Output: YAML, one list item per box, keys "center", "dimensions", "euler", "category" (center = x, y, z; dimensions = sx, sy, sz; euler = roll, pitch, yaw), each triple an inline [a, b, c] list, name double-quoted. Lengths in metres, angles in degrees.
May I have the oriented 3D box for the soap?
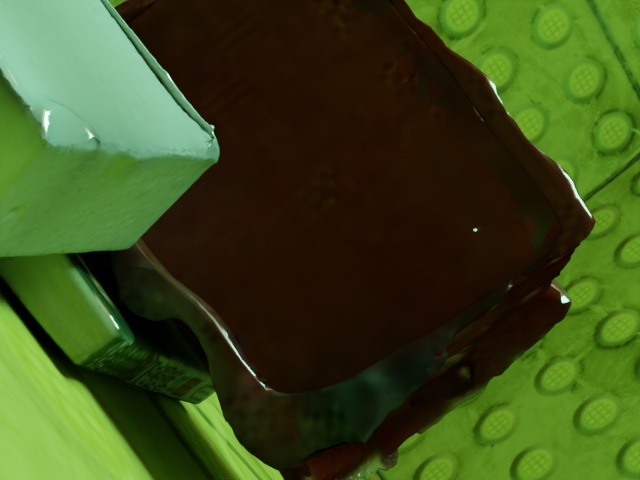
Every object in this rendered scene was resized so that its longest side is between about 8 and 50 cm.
- center: [-0.126, -0.081, 0.479]
  dimensions: [0.183, 0.064, 0.121]
  euler: [52, 18, 13]
  category: "soap"

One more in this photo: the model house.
- center: [0.000, 0.000, 0.649]
  dimensions: [0.196, 0.160, 0.254]
  euler: [52, -4, 14]
  category: "model house"

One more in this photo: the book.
- center: [-0.128, -0.016, 0.639]
  dimensions: [0.202, 0.027, 0.264]
  euler: [52, -3, 11]
  category: "book"
